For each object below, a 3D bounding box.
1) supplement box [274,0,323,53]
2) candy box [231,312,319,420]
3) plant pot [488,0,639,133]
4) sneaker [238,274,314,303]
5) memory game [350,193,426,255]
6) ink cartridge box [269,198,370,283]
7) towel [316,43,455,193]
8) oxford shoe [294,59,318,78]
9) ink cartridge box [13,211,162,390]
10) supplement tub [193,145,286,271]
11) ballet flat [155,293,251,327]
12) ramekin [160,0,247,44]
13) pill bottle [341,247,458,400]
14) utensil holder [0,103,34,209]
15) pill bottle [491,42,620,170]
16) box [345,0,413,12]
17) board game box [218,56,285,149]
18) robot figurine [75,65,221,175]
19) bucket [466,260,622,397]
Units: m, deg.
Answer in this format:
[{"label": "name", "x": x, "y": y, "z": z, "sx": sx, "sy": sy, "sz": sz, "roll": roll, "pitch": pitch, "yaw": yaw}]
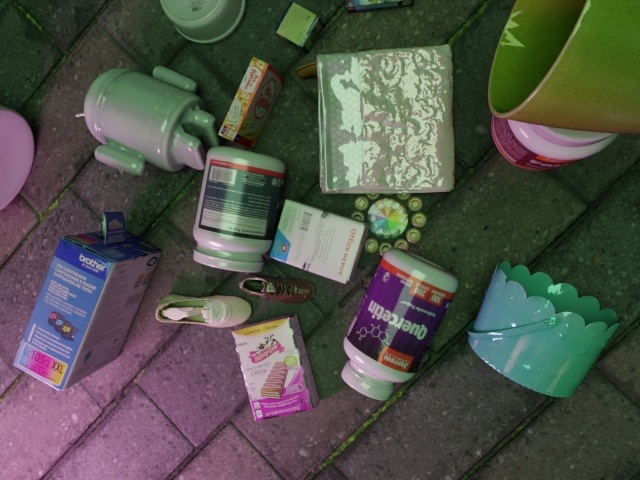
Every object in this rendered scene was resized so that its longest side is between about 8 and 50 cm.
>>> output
[{"label": "supplement box", "x": -0.051, "y": -0.515, "z": 1.361, "sx": 0.083, "sy": 0.056, "sz": 0.083, "roll": 32, "pitch": 98, "yaw": 9}, {"label": "candy box", "x": -0.111, "y": 0.314, "z": 1.398, "sx": 0.159, "sy": 0.071, "sz": 0.233, "roll": -16, "pitch": 88, "yaw": 12}, {"label": "plant pot", "x": 0.435, "y": -0.259, "z": 0.788, "sx": 0.293, "sy": 0.275, "sz": 0.275, "roll": 17, "pitch": 96, "yaw": -7}, {"label": "sneaker", "x": -0.111, "y": 0.124, "z": 1.390, "sx": 0.188, "sy": 0.071, "sz": 0.066, "roll": 5, "pitch": 93, "yaw": 12}, {"label": "memory game", "x": 0.163, "y": -0.052, "z": 1.357, "sx": 0.186, "sy": 0.012, "sz": 0.186, "roll": 0, "pitch": 92, "yaw": 12}, {"label": "ink cartridge box", "x": 0.000, "y": 0.000, "z": 1.349, "sx": 0.203, "sy": 0.086, "sz": 0.148, "roll": 19, "pitch": 97, "yaw": 13}, {"label": "towel", "x": 0.151, "y": -0.273, "z": 1.295, "sx": 0.317, "sy": 0.053, "sz": 0.332, "roll": -2, "pitch": 98, "yaw": 0}, {"label": "oxford shoe", "x": 0.042, "y": -0.396, "z": 1.340, "sx": 0.212, "sy": 0.076, "sz": 0.076, "roll": 0, "pitch": 98, "yaw": 10}, {"label": "ink cartridge box", "x": -0.547, "y": 0.126, "z": 1.378, "sx": 0.151, "sy": 0.270, "sz": 0.395, "roll": 26, "pitch": 97, "yaw": 4}, {"label": "supplement tub", "x": -0.196, "y": -0.075, "z": 1.339, "sx": 0.191, "sy": 0.191, "sz": 0.272, "roll": 12, "pitch": 95, "yaw": 11}, {"label": "ballet flat", "x": -0.303, "y": 0.182, "z": 1.427, "sx": 0.248, "sy": 0.086, "sz": 0.086, "roll": -1, "pitch": 92, "yaw": 11}, {"label": "ramekin", "x": -0.295, "y": -0.602, "z": 1.381, "sx": 0.207, "sy": 0.109, "sz": 0.207, "roll": 0, "pitch": 92, "yaw": 11}, {"label": "pill bottle", "x": 0.170, "y": 0.191, "z": 1.279, "sx": 0.181, "sy": 0.181, "sz": 0.323, "roll": 25, "pitch": 97, "yaw": 10}, {"label": "utensil holder", "x": -0.997, "y": -0.264, "z": 1.434, "sx": 0.385, "sy": 0.327, "sz": 0.328, "roll": 22, "pitch": 96, "yaw": 7}, {"label": "pill bottle", "x": 0.464, "y": -0.259, "z": 1.094, "sx": 0.224, "sy": 0.392, "sz": 0.224, "roll": 0, "pitch": 92, "yaw": 12}, {"label": "box", "x": 0.137, "y": -0.667, "z": 1.323, "sx": 0.159, "sy": 0.044, "sz": 0.233, "roll": -2, "pitch": 92, "yaw": 12}, {"label": "board game box", "x": -0.162, "y": -0.323, "z": 1.345, "sx": 0.045, "sy": 0.147, "sz": 0.193, "roll": 27, "pitch": 98, "yaw": 10}, {"label": "robot figurine", "x": -0.421, "y": -0.297, "z": 1.372, "sx": 0.353, "sy": 0.200, "sz": 0.300, "roll": 22, "pitch": 66, "yaw": 10}, {"label": "bucket", "x": 0.457, "y": 0.182, "z": 1.179, "sx": 0.281, "sy": 0.281, "sz": 0.183, "roll": 25, "pitch": 105, "yaw": 10}]
